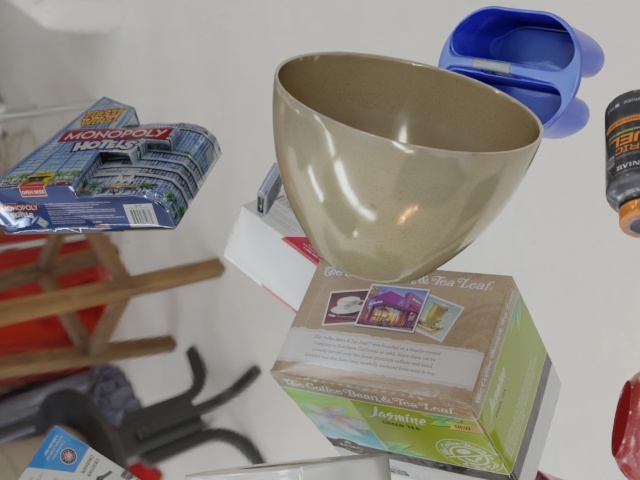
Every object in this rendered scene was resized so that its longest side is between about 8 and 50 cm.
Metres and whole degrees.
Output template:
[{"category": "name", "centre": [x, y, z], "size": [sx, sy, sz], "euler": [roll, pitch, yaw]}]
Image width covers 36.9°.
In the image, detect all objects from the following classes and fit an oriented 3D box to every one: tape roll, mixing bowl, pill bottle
[{"category": "tape roll", "centre": [-0.041, 0.353, 1.307], "size": [0.286, 0.286, 0.100], "euler": [-17, 74, 45]}, {"category": "mixing bowl", "centre": [0.375, 0.206, 1.041], "size": [0.098, 0.181, 0.182], "euler": [11, 110, 9]}, {"category": "pill bottle", "centre": [0.550, -0.126, 1.628], "size": [0.130, 0.130, 0.246], "euler": [-27, 44, 45]}]

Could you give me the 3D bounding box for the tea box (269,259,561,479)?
[{"category": "tea box", "centre": [0.157, 0.213, 1.475], "size": [0.328, 0.220, 0.324], "euler": [4, 144, 33]}]

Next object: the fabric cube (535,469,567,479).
[{"category": "fabric cube", "centre": [0.537, 0.655, 1.910], "size": [0.254, 0.258, 0.259], "euler": [-64, 23, 6]}]

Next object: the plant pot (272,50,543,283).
[{"category": "plant pot", "centre": [0.076, -0.067, 1.036], "size": [0.284, 0.284, 0.191], "euler": [32, 123, 35]}]

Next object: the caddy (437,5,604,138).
[{"category": "caddy", "centre": [0.384, -0.328, 1.889], "size": [0.341, 0.179, 0.241], "euler": [21, 100, 46]}]

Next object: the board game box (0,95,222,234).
[{"category": "board game box", "centre": [-0.213, -0.086, 1.006], "size": [0.194, 0.194, 0.060], "euler": [-1, 126, 17]}]

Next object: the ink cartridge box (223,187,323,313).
[{"category": "ink cartridge box", "centre": [0.000, 0.000, 1.841], "size": [0.226, 0.306, 0.131], "euler": [36, 123, 20]}]

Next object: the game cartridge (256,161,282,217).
[{"category": "game cartridge", "centre": [-0.066, -0.068, 1.263], "size": [0.017, 0.056, 0.083], "euler": [30, 159, 6]}]

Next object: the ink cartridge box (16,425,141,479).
[{"category": "ink cartridge box", "centre": [-0.247, 0.321, 1.037], "size": [0.203, 0.148, 0.086], "euler": [34, 118, -8]}]
